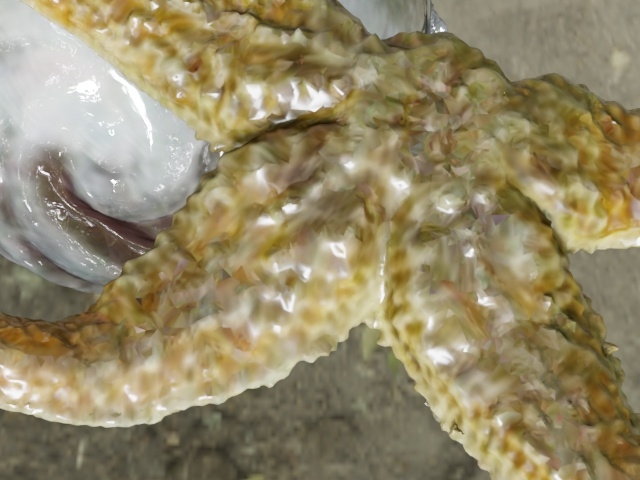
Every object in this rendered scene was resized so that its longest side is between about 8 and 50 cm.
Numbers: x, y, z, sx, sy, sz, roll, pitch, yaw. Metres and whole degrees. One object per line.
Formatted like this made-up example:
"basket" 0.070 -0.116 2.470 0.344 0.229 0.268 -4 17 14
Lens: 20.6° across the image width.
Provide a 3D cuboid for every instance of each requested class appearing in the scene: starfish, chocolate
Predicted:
"starfish" -0.001 0.002 0.408 0.247 0.138 0.050 17 149 7
"chocolate" -0.084 -0.089 0.906 0.303 0.213 0.303 3 115 6
